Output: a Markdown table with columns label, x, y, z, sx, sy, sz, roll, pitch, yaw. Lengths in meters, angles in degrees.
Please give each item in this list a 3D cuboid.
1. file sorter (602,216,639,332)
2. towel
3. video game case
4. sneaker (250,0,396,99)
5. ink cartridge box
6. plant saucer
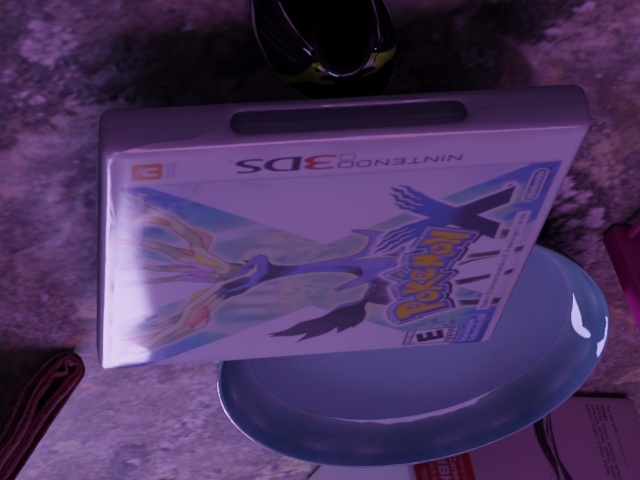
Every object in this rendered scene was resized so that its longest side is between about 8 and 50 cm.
| label | x | y | z | sx | sy | sz | roll | pitch | yaw |
| --- | --- | --- | --- | --- | --- | --- | --- | --- | --- |
| file sorter | 0.412 | 0.037 | 1.449 | 0.291 | 0.202 | 0.182 | 4 | 142 | -29 |
| towel | -0.320 | 0.239 | 1.488 | 0.037 | 0.237 | 0.329 | 40 | 131 | -8 |
| video game case | 0.000 | 0.000 | 1.262 | 0.300 | 0.036 | 0.329 | -4 | 154 | -9 |
| sneaker | -0.001 | -0.125 | 1.094 | 0.084 | 0.097 | 0.234 | -16 | 150 | 5 |
| ink cartridge box | 0.152 | 0.236 | 1.757 | 0.273 | 0.114 | 0.197 | 4 | 145 | -28 |
| plant saucer | 0.072 | 0.081 | 1.497 | 0.317 | 0.043 | 0.317 | -7 | 142 | -6 |
